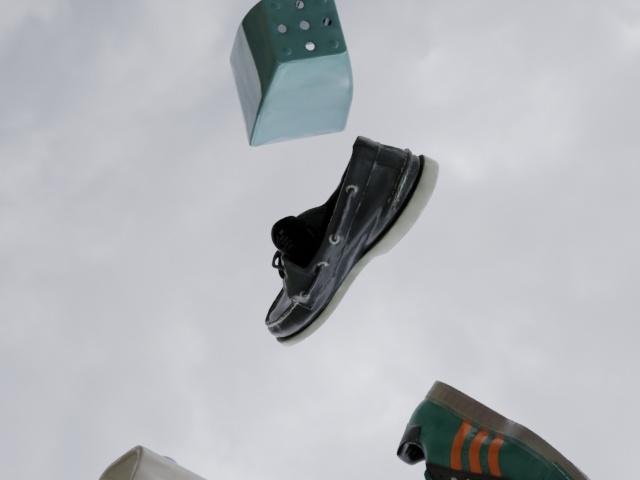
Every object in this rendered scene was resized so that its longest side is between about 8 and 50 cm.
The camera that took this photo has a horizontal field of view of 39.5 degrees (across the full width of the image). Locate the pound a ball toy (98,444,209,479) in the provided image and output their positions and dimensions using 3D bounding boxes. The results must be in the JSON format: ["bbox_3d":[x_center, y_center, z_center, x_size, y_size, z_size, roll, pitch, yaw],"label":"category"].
[{"bbox_3d":[-0.102,0.356,1.093,0.208,0.319,0.136,-39,-153,39],"label":"pound a ball toy"}]

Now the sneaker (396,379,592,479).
[{"bbox_3d":[0.201,0.270,1.037,0.121,0.108,0.302,-53,-152,-9],"label":"sneaker"}]

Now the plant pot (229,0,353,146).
[{"bbox_3d":[-0.040,-0.273,1.359,0.165,0.234,0.166,-11,-103,-10],"label":"plant pot"}]

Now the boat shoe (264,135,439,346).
[{"bbox_3d":[0.000,0.003,1.046,0.340,0.113,0.127,-47,-160,46],"label":"boat shoe"}]
